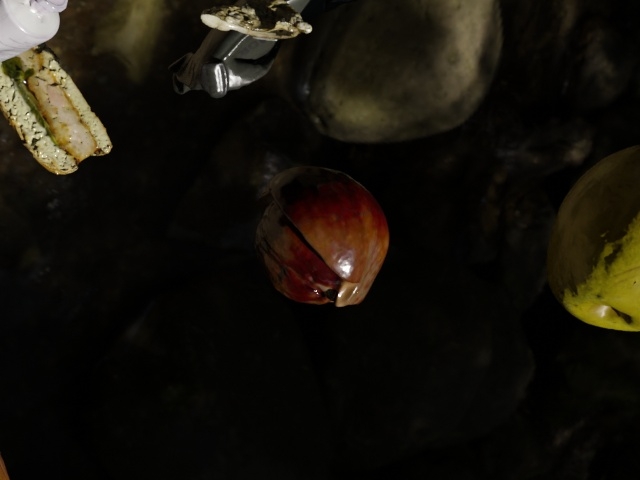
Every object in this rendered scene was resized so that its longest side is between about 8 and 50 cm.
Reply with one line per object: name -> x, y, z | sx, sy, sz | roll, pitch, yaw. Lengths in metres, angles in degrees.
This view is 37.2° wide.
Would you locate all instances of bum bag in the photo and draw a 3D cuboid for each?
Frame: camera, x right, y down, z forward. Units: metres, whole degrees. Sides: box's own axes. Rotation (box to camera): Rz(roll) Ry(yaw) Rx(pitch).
bum bag -> -0.030, -0.246, 0.985 | 0.326, 0.142, 0.079 | -39, 110, 16

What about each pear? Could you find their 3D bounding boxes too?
pear -> 0.275, 0.000, 0.822 | 0.162, 0.149, 0.149 | -61, 143, -12

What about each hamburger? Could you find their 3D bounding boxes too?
hamburger -> -0.454, -0.218, 1.511 | 0.124, 0.131, 0.262 | -34, 94, -23

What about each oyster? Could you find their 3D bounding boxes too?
oyster -> -0.059, -0.207, 0.863 | 0.083, 0.081, 0.038 | 8, 94, -39

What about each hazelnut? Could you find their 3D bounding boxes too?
hazelnut -> -0.006, -0.005, 1.136 | 0.160, 0.170, 0.202 | -63, 161, -4

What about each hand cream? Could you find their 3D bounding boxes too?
hand cream -> -0.259, -0.169, 0.764 | 0.084, 0.142, 0.053 | -17, 87, -58

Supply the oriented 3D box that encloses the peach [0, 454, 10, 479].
peach -> -0.350, 0.198, 0.640 | 0.308, 0.308, 0.332 | -44, 112, -27
